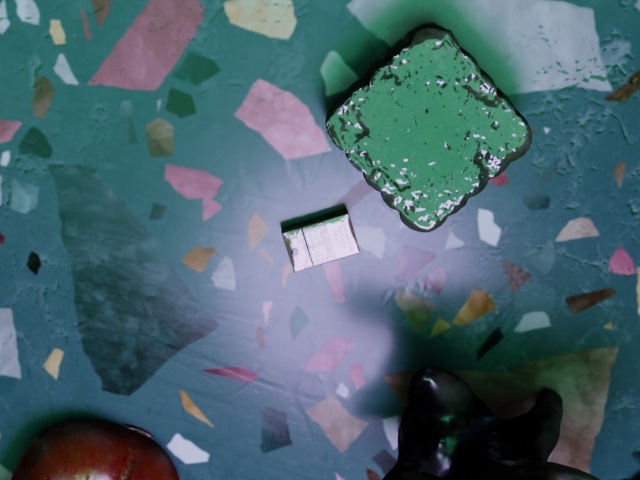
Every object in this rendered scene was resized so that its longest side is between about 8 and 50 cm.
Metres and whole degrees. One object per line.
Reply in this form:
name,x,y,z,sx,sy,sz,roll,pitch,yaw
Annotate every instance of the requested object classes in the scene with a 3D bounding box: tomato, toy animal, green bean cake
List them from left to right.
tomato,-0.274,0.331,1.721,0.225,0.085,0.225,-4,104,-15
green bean cake,0.119,-0.131,1.612,0.183,0.094,0.185,-41,106,10
toy animal,0.174,0.266,1.619,0.303,0.344,0.194,16,104,-20

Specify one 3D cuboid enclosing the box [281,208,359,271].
box,0.000,0.000,1.685,0.083,0.024,0.053,-18,109,0
